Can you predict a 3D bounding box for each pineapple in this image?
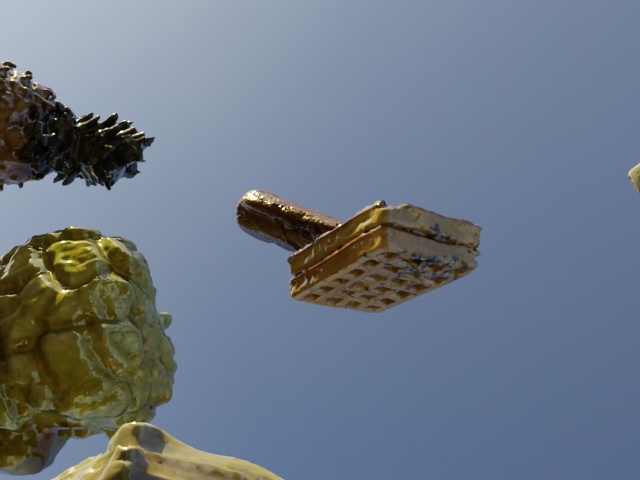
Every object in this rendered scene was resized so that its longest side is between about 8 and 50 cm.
[{"bbox_3d":[-0.316,-0.123,0.838,0.279,0.158,0.157,13,-95,4],"label":"pineapple"}]

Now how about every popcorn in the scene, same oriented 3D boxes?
[{"bbox_3d":[-0.268,0.103,0.717,0.252,0.205,0.236,-17,-142,2],"label":"popcorn"}]

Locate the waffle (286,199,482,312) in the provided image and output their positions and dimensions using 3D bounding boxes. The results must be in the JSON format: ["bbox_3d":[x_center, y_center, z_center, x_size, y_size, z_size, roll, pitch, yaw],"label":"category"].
[{"bbox_3d":[0.049,0.018,0.608,0.148,0.103,0.042,-31,-128,51],"label":"waffle"}]

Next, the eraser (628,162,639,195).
[{"bbox_3d":[0.530,-0.121,0.973,0.210,0.125,0.067,-45,-131,41],"label":"eraser"}]

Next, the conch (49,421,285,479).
[{"bbox_3d":[-0.072,0.249,0.355,0.352,0.210,0.297,-35,-97,-22],"label":"conch"}]

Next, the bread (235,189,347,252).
[{"bbox_3d":[0.001,-0.002,1.206,0.344,0.124,0.083,22,-81,30],"label":"bread"}]
